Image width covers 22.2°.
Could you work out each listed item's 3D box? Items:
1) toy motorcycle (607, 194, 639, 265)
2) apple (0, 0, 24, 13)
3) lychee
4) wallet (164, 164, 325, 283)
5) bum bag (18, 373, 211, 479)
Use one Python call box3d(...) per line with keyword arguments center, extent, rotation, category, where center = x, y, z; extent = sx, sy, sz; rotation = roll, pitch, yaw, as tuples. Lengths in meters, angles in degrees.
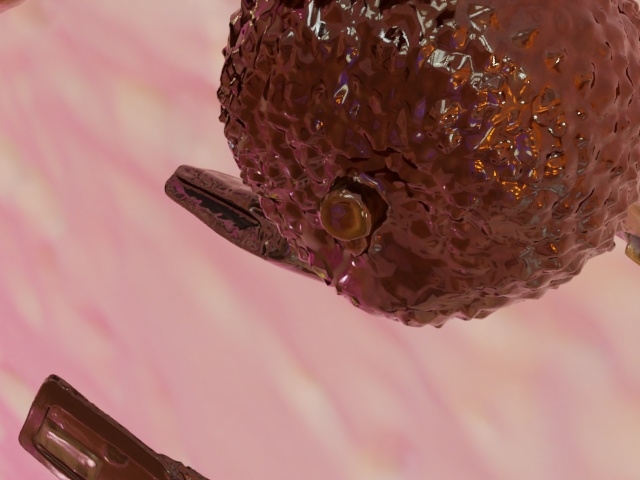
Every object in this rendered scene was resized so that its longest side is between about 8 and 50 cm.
box3d(center=(0.274, -0.023, 1.278), extent=(0.151, 0.074, 0.229), rotation=(26, 160, 49), category="toy motorcycle")
box3d(center=(-0.437, -0.354, 1.835), extent=(0.246, 0.246, 0.226), rotation=(-16, 90, 58), category="apple")
box3d(center=(0.053, -0.060, 0.683), extent=(0.194, 0.194, 0.194), rotation=(35, 144, 31), category="lychee")
box3d(center=(0.000, 0.000, 1.372), extent=(0.182, 0.229, 0.049), rotation=(31, 99, 47), category="wallet")
box3d(center=(-0.148, 0.167, 1.190), extent=(0.159, 0.026, 0.109), rotation=(38, 139, 4), category="bum bag")
